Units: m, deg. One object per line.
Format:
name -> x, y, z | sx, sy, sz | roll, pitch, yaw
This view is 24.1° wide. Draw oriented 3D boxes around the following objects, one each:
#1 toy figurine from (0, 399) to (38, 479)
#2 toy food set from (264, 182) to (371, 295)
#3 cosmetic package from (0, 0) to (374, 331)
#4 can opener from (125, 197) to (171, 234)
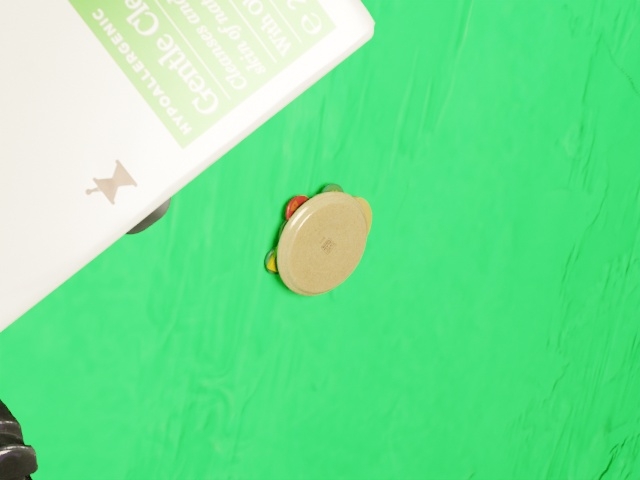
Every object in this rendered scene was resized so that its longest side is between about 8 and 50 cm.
toy figurine -> -0.286, 0.128, 0.821 | 0.209, 0.148, 0.213 | 39, 87, -39
toy food set -> 0.000, 0.000, 1.075 | 0.082, 0.020, 0.083 | 23, 96, -44
cosmetic package -> -0.186, -0.051, 0.653 | 0.365, 0.155, 0.197 | -41, 103, -10
can opener -> -0.204, -0.071, 0.844 | 0.093, 0.074, 0.280 | -37, 141, 28
